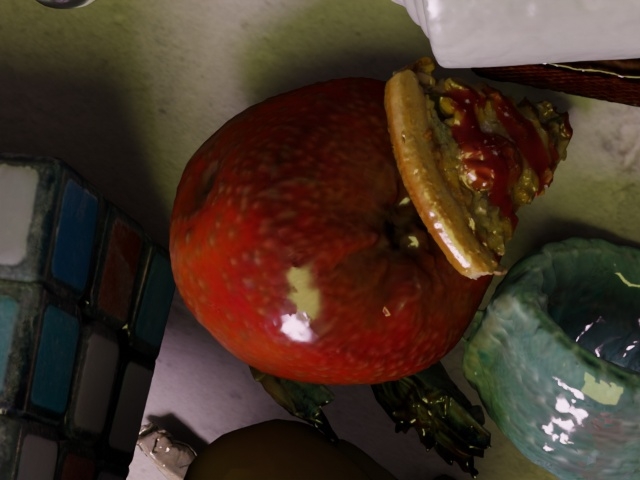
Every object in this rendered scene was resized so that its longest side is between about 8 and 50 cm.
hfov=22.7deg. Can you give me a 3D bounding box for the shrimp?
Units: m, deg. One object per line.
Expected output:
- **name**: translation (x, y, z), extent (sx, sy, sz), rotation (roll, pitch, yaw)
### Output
- **shrimp**: translation (0.036, 0.128, 1.482), extent (0.178, 0.289, 0.075), rotation (-12, 131, -24)

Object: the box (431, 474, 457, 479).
- **box**: translation (0.106, 0.406, 1.779), extent (0.184, 0.143, 0.273), rotation (39, 133, -13)

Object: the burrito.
- **burrito**: translation (-0.139, 0.277, 1.842), extent (0.188, 0.045, 0.058), rotation (49, 155, -23)

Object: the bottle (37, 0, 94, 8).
- **bottle**: translation (-0.228, -0.321, 1.350), extent (0.096, 0.079, 0.254), rotation (-18, 129, -11)

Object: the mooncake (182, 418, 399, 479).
- **mooncake**: translation (-0.085, 0.379, 1.493), extent (0.262, 0.467, 0.467), rotation (49, 141, 28)

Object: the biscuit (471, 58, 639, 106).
- **biscuit**: translation (0.238, -0.152, 1.265), extent (0.252, 0.070, 0.106), rotation (12, 177, 13)

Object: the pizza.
- **pizza**: translation (0.150, -0.077, 1.318), extent (0.062, 0.199, 0.188), rotation (-20, 95, 51)

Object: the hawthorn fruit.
- **hawthorn fruit**: translation (0.000, 0.000, 1.397), extent (0.299, 0.275, 0.275), rotation (-15, 121, 35)

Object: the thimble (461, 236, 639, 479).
- **thimble**: translation (0.243, 0.107, 1.425), extent (0.235, 0.198, 0.143), rotation (17, 132, -1)

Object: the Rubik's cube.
- **Rubik's cube**: translation (-0.366, 0.110, 1.503), extent (0.362, 0.363, 0.359), rotation (9, 171, 15)

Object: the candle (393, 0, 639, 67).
- **candle**: translation (0.170, -0.227, 1.129), extent (0.342, 0.221, 0.221), rotation (-4, 127, 13)
